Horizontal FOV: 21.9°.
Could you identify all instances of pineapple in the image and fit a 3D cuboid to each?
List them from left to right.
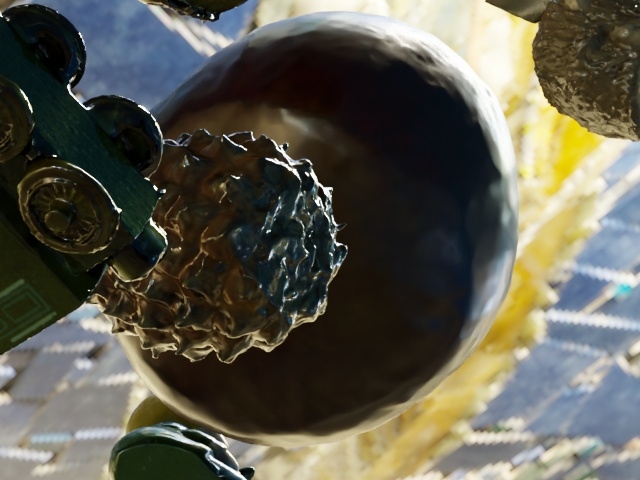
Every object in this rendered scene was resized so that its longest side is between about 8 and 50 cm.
[{"bbox_3d":[-0.086,0.005,1.091,0.166,0.193,0.166,-4,95,-56],"label":"pineapple"}]

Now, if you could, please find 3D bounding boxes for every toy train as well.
[{"bbox_3d":[-0.175,-0.054,0.786,0.225,0.137,0.090,49,32,-17],"label":"toy train"}]

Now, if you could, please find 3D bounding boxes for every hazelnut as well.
[{"bbox_3d":[0.000,0.000,1.543,0.402,0.429,0.402,33,21,-14],"label":"hazelnut"}]

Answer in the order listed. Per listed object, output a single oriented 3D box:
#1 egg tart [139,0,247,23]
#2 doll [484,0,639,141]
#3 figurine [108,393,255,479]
[{"bbox_3d":[-0.141,-0.270,1.283,0.352,0.150,0.352,23,11,-5],"label":"egg tart"},{"bbox_3d":[0.199,-0.124,1.092,0.221,0.115,0.105,26,37,23],"label":"doll"},{"bbox_3d":[-0.130,0.239,1.770,0.185,0.127,0.234,18,0,3],"label":"figurine"}]
